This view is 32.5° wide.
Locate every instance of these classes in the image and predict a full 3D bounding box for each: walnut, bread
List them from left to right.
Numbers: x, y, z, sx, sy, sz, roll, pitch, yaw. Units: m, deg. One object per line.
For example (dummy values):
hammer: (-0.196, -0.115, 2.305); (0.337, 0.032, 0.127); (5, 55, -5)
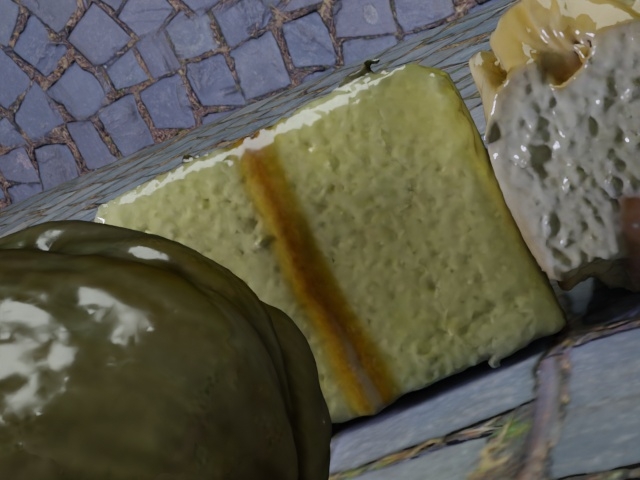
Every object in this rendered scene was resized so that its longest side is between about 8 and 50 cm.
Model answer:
walnut: (-0.135, 0.114, 0.483); (0.283, 0.227, 0.283); (-11, 59, 19)
bread: (0.000, 0.000, 0.763); (0.263, 0.198, 0.236); (-22, 6, 7)
bread: (0.200, -0.089, 0.656); (0.184, 0.211, 0.224); (-26, 17, 29)
